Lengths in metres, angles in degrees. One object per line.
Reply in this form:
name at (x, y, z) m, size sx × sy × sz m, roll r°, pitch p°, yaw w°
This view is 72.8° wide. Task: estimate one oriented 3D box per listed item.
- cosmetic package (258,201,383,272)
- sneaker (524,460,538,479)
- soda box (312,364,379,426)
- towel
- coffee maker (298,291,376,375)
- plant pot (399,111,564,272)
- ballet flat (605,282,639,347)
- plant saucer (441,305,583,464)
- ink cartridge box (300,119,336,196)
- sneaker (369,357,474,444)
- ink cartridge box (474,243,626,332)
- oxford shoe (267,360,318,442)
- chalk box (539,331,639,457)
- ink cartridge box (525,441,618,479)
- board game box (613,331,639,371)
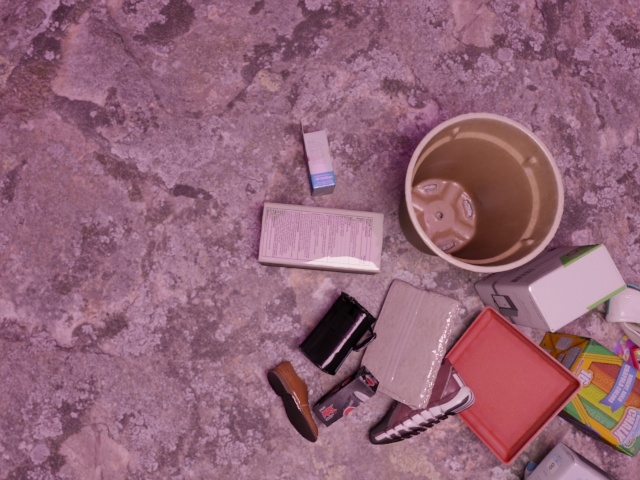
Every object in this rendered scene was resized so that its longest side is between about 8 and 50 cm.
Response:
cosmetic package at (0.000, 0.000, 1.097) m, size 0.295 × 0.129 × 0.153 m, roll 7°, pitch 82°, yaw -2°
sneaker at (0.628, 0.602, 1.081) m, size 0.236 × 0.085 × 0.086 m, roll 8°, pitch 88°, yaw -3°
soda box at (0.061, 0.380, 1.055) m, size 0.060 × 0.053 × 0.169 m, roll 48°, pitch 114°, yaw 4°
towel at (0.217, 0.251, 1.070) m, size 0.187 × 0.049 × 0.283 m, roll 17°, pitch 79°, yaw 36°
coffee maker at (0.034, 0.222, 1.056) m, size 0.178 × 0.120 × 0.171 m, roll -51°, pitch 132°, yaw -8°
plant pot at (0.327, -0.084, 1.035) m, size 0.333 × 0.305 × 0.334 m, roll 0°, pitch 83°, yaw -4°
ballet flat at (0.912, 0.263, 1.111) m, size 0.400 × 0.139 × 0.139 m, roll 31°, pitch 83°, yaw 7°
plant saucer at (0.427, 0.336, 1.033) m, size 0.258 × 0.047 × 0.259 m, roll 45°, pitch 110°, yaw 38°
ink cartridge box at (-0.008, -0.216, 1.133) m, size 0.061 × 0.104 × 0.182 m, roll -10°, pitch 84°, yaw -5°
sneaker at (0.227, 0.389, 1.092) m, size 0.281 × 0.106 × 0.163 m, roll -32°, pitch 53°, yaw 12°
ink cartridge box at (0.529, 0.108, 1.041) m, size 0.198 × 0.273 × 0.115 m, roll -29°, pitch 88°, yaw -6°
oxford shoe at (-0.050, 0.399, 1.080) m, size 0.076 × 0.076 × 0.213 m, roll -29°, pitch 97°, yaw -45°
chalk box at (0.683, 0.382, 1.062) m, size 0.288 × 0.179 × 0.180 m, roll 33°, pitch 83°, yaw 1°
ink cartridge box at (0.577, 0.712, 1.011) m, size 0.308 × 0.091 × 0.385 m, roll 34°, pitch 98°, yaw -2°
board game box at (0.867, 0.326, 1.153) m, size 0.168 × 0.033 × 0.133 m, roll 34°, pitch 83°, yaw 1°
